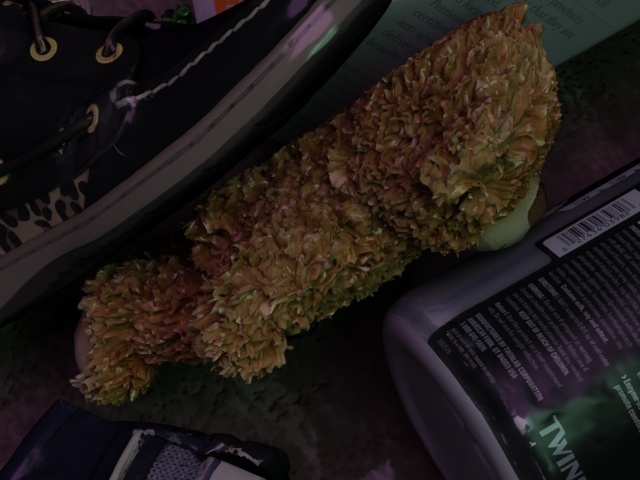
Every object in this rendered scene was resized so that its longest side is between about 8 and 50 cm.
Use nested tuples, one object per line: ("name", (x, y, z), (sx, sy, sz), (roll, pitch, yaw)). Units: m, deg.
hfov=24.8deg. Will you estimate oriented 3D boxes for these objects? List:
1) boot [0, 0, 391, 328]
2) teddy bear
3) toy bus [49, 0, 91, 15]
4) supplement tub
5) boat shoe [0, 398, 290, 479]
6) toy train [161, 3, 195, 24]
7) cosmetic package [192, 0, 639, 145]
("boot", (-0.172, -0.128, 0.826), (0.377, 0.138, 0.284), (-34, 93, 30))
("teddy bear", (0.000, 0.000, 0.827), (0.338, 0.245, 0.113), (-32, 91, 13))
("toy bus", (-0.273, -0.120, 0.987), (0.191, 0.104, 0.202), (6, 66, 5))
("supplement tub", (0.211, 0.047, 0.837), (0.316, 0.193, 0.193), (-29, 67, -11))
("boat shoe", (-0.151, 0.250, 0.814), (0.158, 0.127, 0.340), (17, 63, 24))
("toy train", (-0.108, -0.132, 1.033), (0.024, 0.017, 0.083), (2, 65, 15))
("cosmetic package", (0.129, -0.248, 0.874), (0.453, 0.161, 0.230), (-29, 61, 28))
